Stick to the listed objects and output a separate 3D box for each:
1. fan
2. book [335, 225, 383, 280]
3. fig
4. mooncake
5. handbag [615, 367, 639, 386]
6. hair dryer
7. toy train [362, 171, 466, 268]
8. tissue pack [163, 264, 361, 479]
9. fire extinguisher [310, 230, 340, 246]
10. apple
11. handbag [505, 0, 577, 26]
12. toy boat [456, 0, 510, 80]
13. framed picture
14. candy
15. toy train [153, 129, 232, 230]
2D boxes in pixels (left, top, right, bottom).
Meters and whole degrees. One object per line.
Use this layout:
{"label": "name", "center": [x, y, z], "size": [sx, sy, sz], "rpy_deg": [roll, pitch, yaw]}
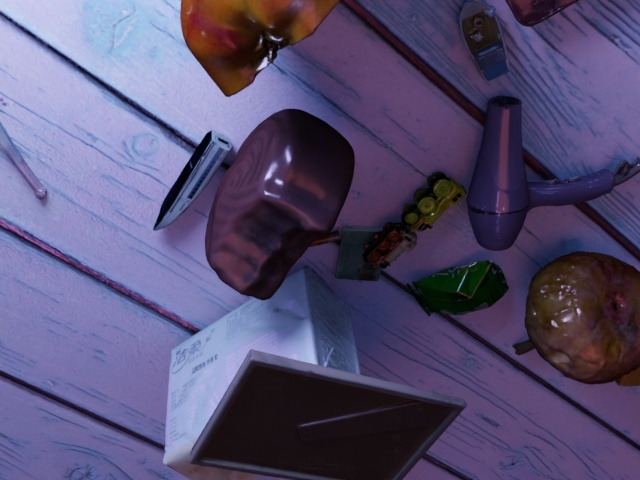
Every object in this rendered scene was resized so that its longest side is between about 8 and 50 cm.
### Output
{"label": "fan", "center": [-0.591, -0.191, 1.405], "size": [0.057, 0.023, 0.282], "rpy_deg": [-25, 125, 5]}
{"label": "book", "center": [0.090, 0.030, 1.612], "size": [0.103, 0.017, 0.135], "rpy_deg": [4, 126, -5]}
{"label": "fig", "center": [0.534, 0.183, 1.660], "size": [0.286, 0.286, 0.369], "rpy_deg": [23, 154, -19]}
{"label": "mooncake", "center": [-0.090, -0.064, 1.354], "size": [0.174, 0.333, 0.326], "rpy_deg": [29, 161, -21]}
{"label": "handbag", "center": [0.898, 0.230, 1.746], "size": [0.401, 0.133, 0.283], "rpy_deg": [-5, 132, 1]}
{"label": "hair dryer", "center": [0.464, -0.141, 1.471], "size": [0.361, 0.121, 0.301], "rpy_deg": [-7, 119, -9]}
{"label": "toy train", "center": [0.185, -0.034, 1.534], "size": [0.085, 0.053, 0.249], "rpy_deg": [33, 113, -25]}
{"label": "tissue pack", "center": [-0.124, 0.301, 1.614], "size": [0.405, 0.331, 0.205], "rpy_deg": [-33, 126, 20]}
{"label": "fire extinguisher", "center": [0.000, 0.000, 1.583], "size": [0.083, 0.022, 0.028], "rpy_deg": [-13, 157, 7]}
{"label": "apple", "center": [-0.044, -0.370, 1.088], "size": [0.295, 0.365, 0.328], "rpy_deg": [13, 132, 10]}
{"label": "handbag", "center": [0.366, -0.479, 1.206], "size": [0.203, 0.074, 0.216], "rpy_deg": [-30, 121, 18]}
{"label": "toy boat", "center": [0.283, -0.351, 1.306], "size": [0.069, 0.058, 0.173], "rpy_deg": [-21, 125, 13]}
{"label": "framed picture", "center": [0.012, 0.364, 1.449], "size": [0.446, 0.028, 0.326], "rpy_deg": [17, 126, -21]}
{"label": "candy", "center": [0.306, 0.110, 1.651], "size": [0.203, 0.078, 0.141], "rpy_deg": [-18, 126, 17]}
{"label": "toy train", "center": [-0.255, -0.103, 1.473], "size": [0.048, 0.055, 0.252], "rpy_deg": [21, 124, -29]}
